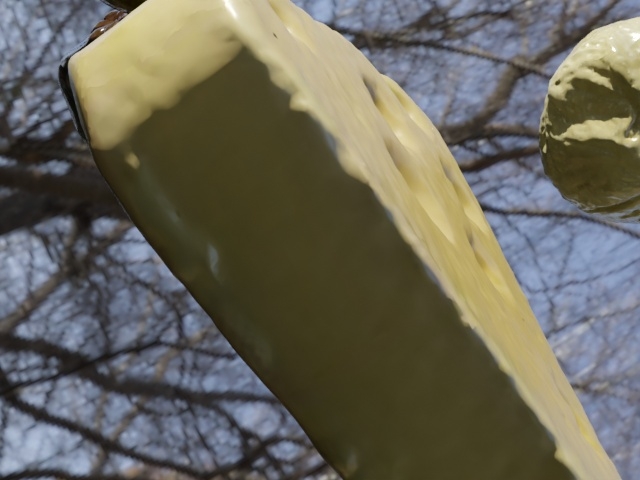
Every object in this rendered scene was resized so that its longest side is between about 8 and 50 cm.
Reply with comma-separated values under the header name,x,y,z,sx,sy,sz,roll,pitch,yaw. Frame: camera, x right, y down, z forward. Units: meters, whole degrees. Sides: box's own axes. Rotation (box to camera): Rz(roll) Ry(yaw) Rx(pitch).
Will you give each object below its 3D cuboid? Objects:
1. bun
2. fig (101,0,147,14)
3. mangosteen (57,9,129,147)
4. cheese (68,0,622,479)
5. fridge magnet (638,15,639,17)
name,x,y,z,sx,sy,sz,roll,pitch,yaw
bun,0.328,-0.118,1.309,0.134,0.220,0.220,-149,-140,-72
fig,-0.129,-0.264,1.140,0.154,0.144,0.165,33,-29,-28
mangosteen,-0.181,-0.164,1.525,0.243,0.243,0.243,33,-43,38
cheese,0.027,-0.001,0.747,0.104,0.384,0.384,-33,-98,13
fridge magnet,0.495,-0.127,1.575,0.363,0.155,0.363,42,-19,18
